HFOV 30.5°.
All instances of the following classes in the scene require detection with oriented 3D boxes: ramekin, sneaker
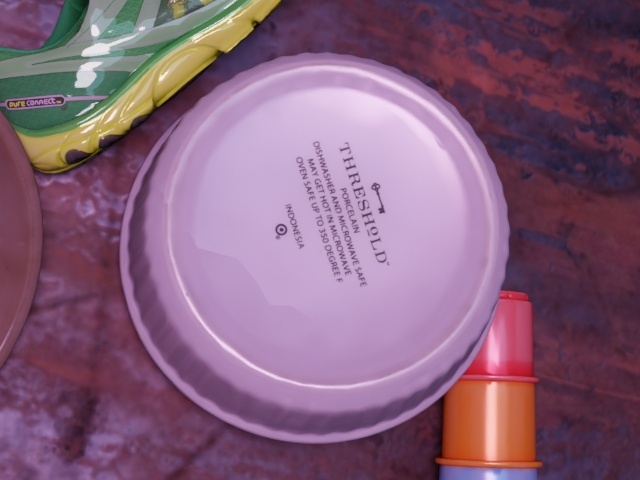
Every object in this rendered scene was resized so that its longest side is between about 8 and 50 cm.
[{"bbox_3d":[0.000,0.000,0.784,0.273,0.127,0.273,1,79,-6],"label":"ramekin"},{"bbox_3d":[-0.107,-0.173,0.801,0.295,0.109,0.123,-43,104,-18],"label":"sneaker"}]

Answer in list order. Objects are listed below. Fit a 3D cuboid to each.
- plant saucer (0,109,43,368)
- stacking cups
[{"bbox_3d":[-0.293,0.014,0.691,0.278,0.041,0.278,-20,120,-39],"label":"plant saucer"},{"bbox_3d":[0.129,0.195,0.859,0.096,0.096,0.316,6,83,-19],"label":"stacking cups"}]
